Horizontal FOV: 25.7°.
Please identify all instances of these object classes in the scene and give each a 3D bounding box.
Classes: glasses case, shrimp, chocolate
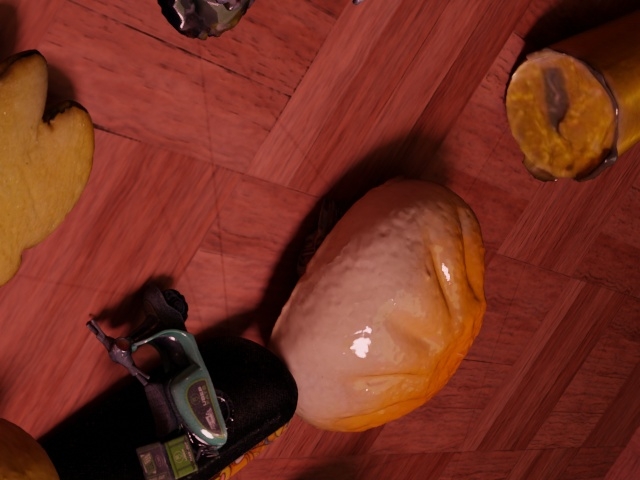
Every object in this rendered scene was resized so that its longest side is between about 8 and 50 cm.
[{"bbox_3d":[-0.157,0.197,1.334,0.321,0.122,0.082,-32,152,-35],"label":"glasses case"},{"bbox_3d":[0.003,-0.002,1.458,0.038,0.029,0.092,-10,130,-52],"label":"shrimp"},{"bbox_3d":[0.402,-0.203,1.723,0.445,0.162,0.162,-27,143,-44],"label":"chocolate"}]

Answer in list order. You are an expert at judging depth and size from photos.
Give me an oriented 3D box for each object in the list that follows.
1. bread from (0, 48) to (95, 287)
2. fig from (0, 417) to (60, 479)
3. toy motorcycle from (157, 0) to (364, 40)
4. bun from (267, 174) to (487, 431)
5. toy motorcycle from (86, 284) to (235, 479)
[{"bbox_3d":[-0.222,-0.063,0.999,0.149,0.065,0.188,-43,150,-42],"label":"bread"},{"bbox_3d":[-0.241,0.233,1.109,0.159,0.257,0.159,-43,143,-45],"label":"fig"},{"bbox_3d":[-0.051,-0.242,0.980,0.207,0.134,0.401,-45,152,-2],"label":"toy motorcycle"},{"bbox_3d":[0.085,0.081,1.503,0.299,0.165,0.299,-50,163,-22],"label":"bun"},{"bbox_3d":[-0.139,0.125,1.263,0.100,0.173,0.058,-17,177,-45],"label":"toy motorcycle"}]
